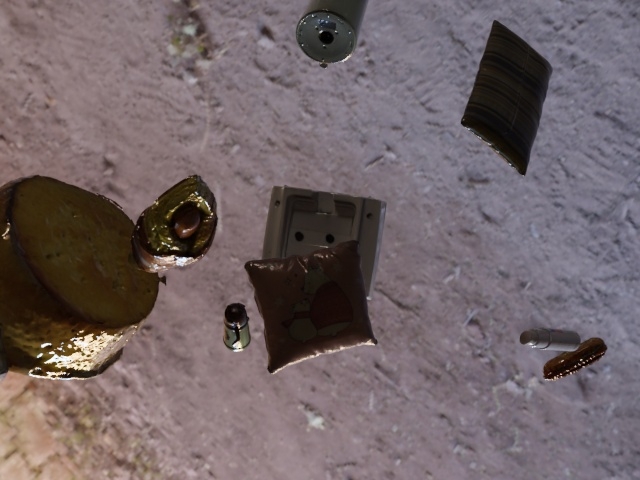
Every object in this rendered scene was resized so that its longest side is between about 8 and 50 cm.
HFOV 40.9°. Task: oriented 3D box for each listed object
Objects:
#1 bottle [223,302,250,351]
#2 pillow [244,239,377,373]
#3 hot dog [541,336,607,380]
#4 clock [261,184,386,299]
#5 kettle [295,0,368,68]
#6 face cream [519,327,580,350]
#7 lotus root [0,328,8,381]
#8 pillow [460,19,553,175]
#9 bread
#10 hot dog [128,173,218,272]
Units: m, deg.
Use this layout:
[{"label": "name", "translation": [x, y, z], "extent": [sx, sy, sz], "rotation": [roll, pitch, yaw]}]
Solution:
[{"label": "bottle", "translation": [-0.140, 0.138, 1.410], "extent": [0.063, 0.047, 0.101], "rotation": [46, 153, 28]}, {"label": "pillow", "translation": [-0.013, 0.124, 1.636], "extent": [0.084, 0.236, 0.224], "rotation": [-154, 54, -75]}, {"label": "hot dog", "translation": [0.509, 0.242, 1.722], "extent": [0.038, 0.144, 0.062], "rotation": [62, 177, 45]}, {"label": "clock", "translation": [0.000, 0.000, 1.907], "extent": [0.262, 0.231, 0.116], "rotation": [9, 177, 13]}, {"label": "kettle", "translation": [0.028, -0.357, 1.396], "extent": [0.098, 0.148, 0.127], "rotation": [-10, 131, 25]}, {"label": "face cream", "translation": [0.344, 0.149, 1.291], "extent": [0.034, 0.130, 0.034], "rotation": [-9, 78, 46]}, {"label": "lotus root", "translation": [-0.429, 0.114, 0.806], "extent": [0.210, 0.142, 0.314], "rotation": [60, -173, 19]}, {"label": "pillow", "translation": [0.239, -0.184, 1.080], "extent": [0.113, 0.204, 0.038], "rotation": [35, 143, -18]}, {"label": "bread", "translation": [-0.486, 0.066, 1.542], "extent": [0.215, 0.398, 0.398], "rotation": [-37, 97, 24]}, {"label": "hot dog", "translation": [-0.212, -0.004, 1.254], "extent": [0.093, 0.123, 0.261], "rotation": [63, 155, 12]}]
